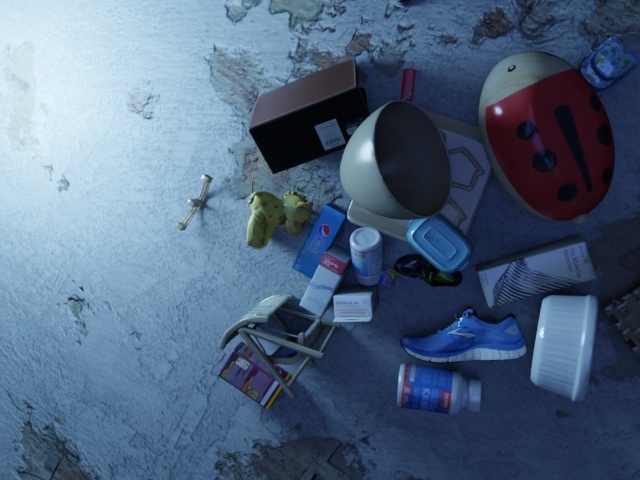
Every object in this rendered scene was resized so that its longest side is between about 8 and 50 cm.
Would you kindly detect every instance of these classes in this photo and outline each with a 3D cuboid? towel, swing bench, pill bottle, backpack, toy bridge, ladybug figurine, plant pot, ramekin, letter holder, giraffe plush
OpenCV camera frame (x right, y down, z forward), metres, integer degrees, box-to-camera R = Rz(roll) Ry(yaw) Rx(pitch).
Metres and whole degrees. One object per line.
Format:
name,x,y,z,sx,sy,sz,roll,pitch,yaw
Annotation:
towel,0.180,0.100,1.598,0.083,0.009,0.060,23,104,8
swing bench,-0.107,0.266,1.564,0.255,0.253,0.165,35,105,4
pill bottle,0.127,0.048,1.520,0.087,0.087,0.160,4,136,12
backpack,0.692,-0.425,1.358,0.114,0.084,0.105,-42,86,18
toy bridge,-0.369,-0.110,1.655,0.026,0.063,0.188,33,103,6
ladybug figurine,0.560,-0.250,1.346,0.305,0.162,0.449,-26,92,-3
plant pot,0.158,-0.175,1.369,0.191,0.284,0.284,-14,97,46
ramekin,0.610,0.261,1.408,0.127,0.273,0.272,8,101,24
letter holder,-0.019,-0.340,1.511,0.302,0.214,0.152,-18,127,14
pill bottle,0.329,0.416,1.559,0.222,0.124,0.124,4,100,12
giraffe plush,-0.108,-0.074,1.558,0.171,0.181,0.210,5,118,0

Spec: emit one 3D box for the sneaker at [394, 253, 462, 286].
sneaker,0.296,0.084,1.534,0.188,0.078,0.067,15,102,10

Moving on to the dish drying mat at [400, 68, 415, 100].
dish drying mat,0.235,-0.416,1.499,0.032,0.008,0.083,7,101,12

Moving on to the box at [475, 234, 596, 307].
box,0.558,0.081,1.467,0.275,0.094,0.113,-20,95,15

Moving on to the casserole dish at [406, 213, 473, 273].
casserole dish,0.309,0.006,1.452,0.188,0.037,0.114,43,101,5

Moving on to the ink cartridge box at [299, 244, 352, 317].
ink cartridge box,0.021,0.112,1.573,0.072,0.127,0.175,28,104,8

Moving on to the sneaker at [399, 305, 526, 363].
sneaker,0.382,0.256,1.536,0.330,0.130,0.147,-7,84,10

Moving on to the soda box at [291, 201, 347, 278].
soda box,0.000,0.000,1.591,0.071,0.067,0.210,29,105,6

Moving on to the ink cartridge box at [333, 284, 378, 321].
ink cartridge box,0.097,0.169,1.538,0.104,0.181,0.061,-3,99,13

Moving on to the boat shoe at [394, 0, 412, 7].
boat shoe,0.242,-0.688,1.421,0.066,0.066,0.183,21,103,8

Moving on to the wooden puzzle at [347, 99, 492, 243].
wooden puzzle,0.274,-0.166,1.502,0.322,0.080,0.347,20,98,8

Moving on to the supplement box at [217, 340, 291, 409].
supplement box,-0.199,0.408,1.696,0.188,0.081,0.104,33,105,5

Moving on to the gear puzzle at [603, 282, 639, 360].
gear puzzle,0.897,0.259,1.454,0.175,0.044,0.339,-36,93,14
